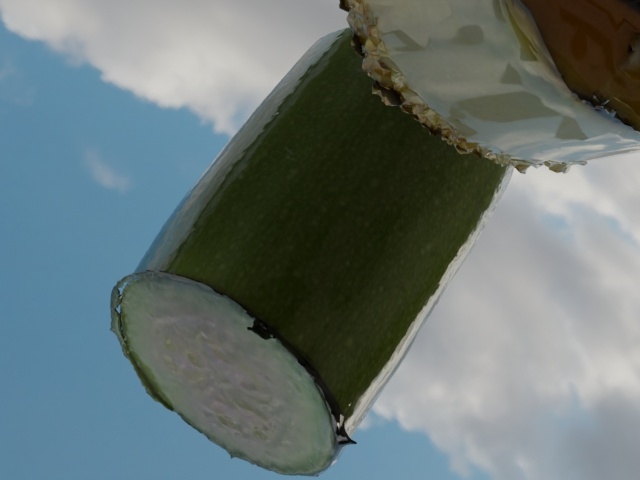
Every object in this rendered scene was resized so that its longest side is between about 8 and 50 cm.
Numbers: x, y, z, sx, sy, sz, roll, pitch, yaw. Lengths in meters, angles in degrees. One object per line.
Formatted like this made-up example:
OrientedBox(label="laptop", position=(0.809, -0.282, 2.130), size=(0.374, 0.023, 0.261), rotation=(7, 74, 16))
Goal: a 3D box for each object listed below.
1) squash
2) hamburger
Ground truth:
OrientedBox(label="squash", position=(0.000, 0.000, 1.113), size=(0.263, 0.263, 0.384), rotation=(39, -124, -4))
OrientedBox(label="hamburger", position=(0.136, -0.180, 0.611), size=(0.276, 0.294, 0.179), rotation=(19, 179, -32))
